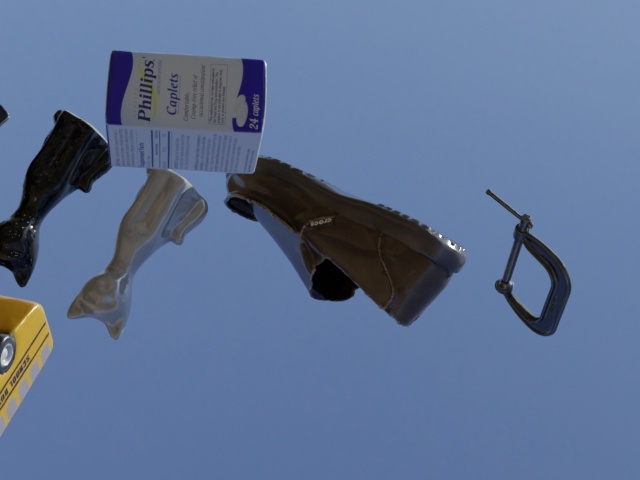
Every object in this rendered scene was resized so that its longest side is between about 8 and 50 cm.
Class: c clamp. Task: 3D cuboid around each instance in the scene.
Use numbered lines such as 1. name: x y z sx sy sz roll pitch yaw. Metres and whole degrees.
1. c clamp: 0.233 0.032 1.646 0.022 0.161 0.137 -31 -124 -27

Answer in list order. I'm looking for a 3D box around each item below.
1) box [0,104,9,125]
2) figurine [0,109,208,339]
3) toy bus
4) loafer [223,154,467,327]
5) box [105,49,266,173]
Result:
1. box: -0.560 -0.134 1.654 0.322 0.257 0.079 -46 -160 -17
2. figurine: -0.272 -0.013 1.706 0.215 0.092 0.209 30 -99 8
3. toy bus: -0.456 0.205 1.793 0.108 0.130 0.333 10 -136 15
4. loafer: 0.000 0.000 1.705 0.366 0.134 0.130 24 -94 45
5. box: -0.121 -0.113 1.294 0.137 0.126 0.072 3 -105 -6
